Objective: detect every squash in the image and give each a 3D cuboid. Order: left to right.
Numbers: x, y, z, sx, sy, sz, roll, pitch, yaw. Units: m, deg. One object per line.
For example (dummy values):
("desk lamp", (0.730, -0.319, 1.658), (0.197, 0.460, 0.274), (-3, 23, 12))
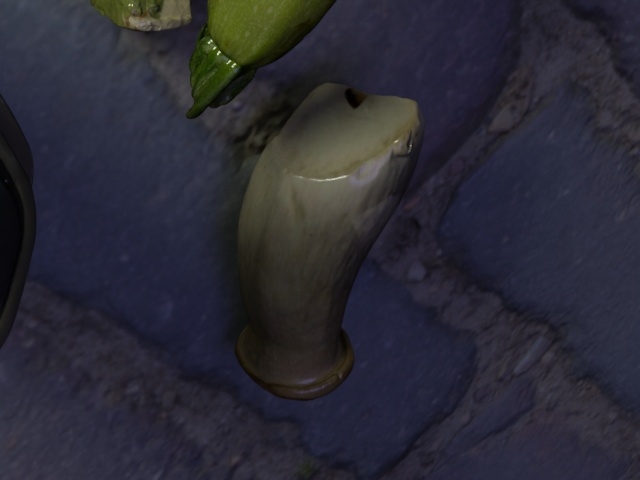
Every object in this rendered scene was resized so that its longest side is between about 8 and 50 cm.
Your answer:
("squash", (0.005, -0.206, 1.079), (0.094, 0.094, 0.341), (9, 117, -46))

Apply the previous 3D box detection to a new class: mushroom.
("mushroom", (-0.007, -0.001, 1.310), (0.108, 0.096, 0.247), (-14, 135, -35))

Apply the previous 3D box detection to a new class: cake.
("cake", (-0.103, -0.194, 1.116), (0.051, 0.055, 0.140), (-10, 110, -36))

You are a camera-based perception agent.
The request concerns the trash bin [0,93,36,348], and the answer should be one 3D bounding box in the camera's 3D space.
("trash bin", (-0.263, -0.061, 0.864), (0.182, 0.290, 0.209), (-45, 140, -4))
